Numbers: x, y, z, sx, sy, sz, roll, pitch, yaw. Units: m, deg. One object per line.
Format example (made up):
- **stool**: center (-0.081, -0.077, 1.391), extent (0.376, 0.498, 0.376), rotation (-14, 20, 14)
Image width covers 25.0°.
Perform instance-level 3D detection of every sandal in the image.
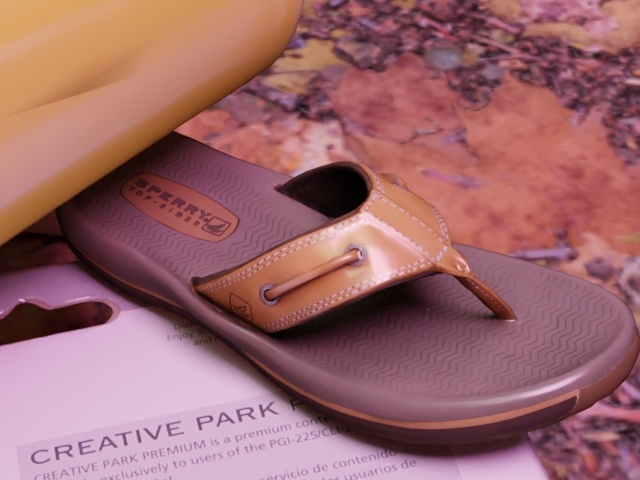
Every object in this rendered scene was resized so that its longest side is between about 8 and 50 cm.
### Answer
- **sandal**: center (0.000, 0.000, 0.488), extent (0.219, 0.060, 0.090), rotation (26, 49, 26)

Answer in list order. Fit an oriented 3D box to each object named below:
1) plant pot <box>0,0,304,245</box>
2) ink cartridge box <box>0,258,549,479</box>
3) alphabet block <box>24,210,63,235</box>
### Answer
- **plant pot**: center (-0.145, -0.091, 0.450), extent (0.239, 0.254, 0.254), rotation (-23, 51, -23)
- **ink cartridge box**: center (-0.075, 0.142, 0.475), extent (0.309, 0.130, 0.272), rotation (-10, 45, -10)
- **alphabet block**: center (-0.199, -0.136, 0.695), extent (0.197, 0.192, 0.193), rotation (4, 49, 5)
